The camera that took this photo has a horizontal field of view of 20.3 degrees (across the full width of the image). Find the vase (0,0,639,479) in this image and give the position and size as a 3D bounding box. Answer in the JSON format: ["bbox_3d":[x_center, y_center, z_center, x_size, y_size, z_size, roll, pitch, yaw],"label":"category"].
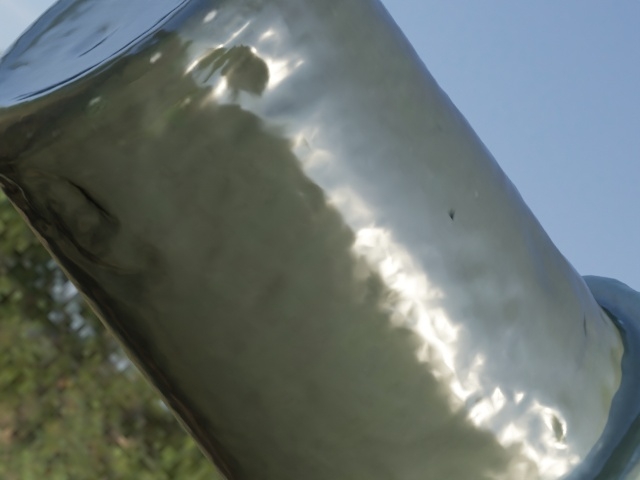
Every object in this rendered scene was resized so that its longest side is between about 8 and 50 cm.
[{"bbox_3d":[0.000,0.000,0.808,0.291,0.245,0.245,56,-13,-23],"label":"vase"}]
